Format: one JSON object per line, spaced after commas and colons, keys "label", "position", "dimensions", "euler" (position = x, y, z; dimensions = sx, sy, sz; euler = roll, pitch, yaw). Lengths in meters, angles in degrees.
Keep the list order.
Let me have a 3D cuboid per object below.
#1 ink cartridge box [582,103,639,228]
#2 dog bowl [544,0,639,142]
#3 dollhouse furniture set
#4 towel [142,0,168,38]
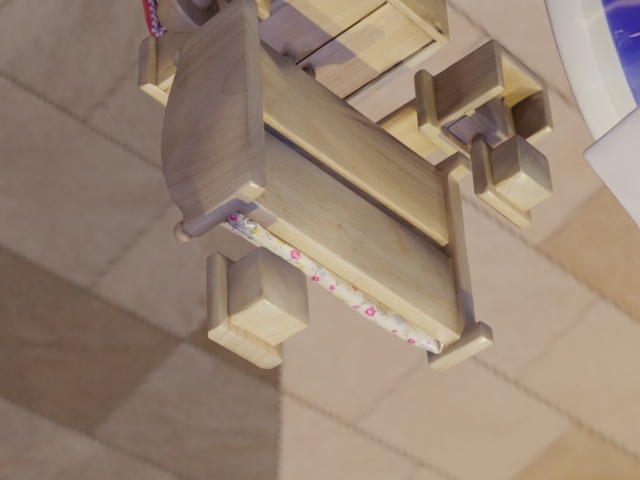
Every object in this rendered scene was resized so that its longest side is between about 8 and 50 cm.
{"label": "ink cartridge box", "position": [0.180, -0.037, 0.656], "dimensions": [0.143, 0.090, 0.092], "euler": [-41, 161, 15]}
{"label": "dog bowl", "position": [0.217, -0.130, 0.997], "dimensions": [0.104, 0.264, 0.265], "euler": [-15, 147, 32]}
{"label": "dollhouse furniture set", "position": [0.000, 0.000, 1.150], "dimensions": [0.174, 0.355, 0.303], "euler": [-32, 132, 30]}
{"label": "towel", "position": [-0.130, -0.266, 1.409], "dimensions": [0.031, 0.275, 0.198], "euler": [-11, 108, 2]}
